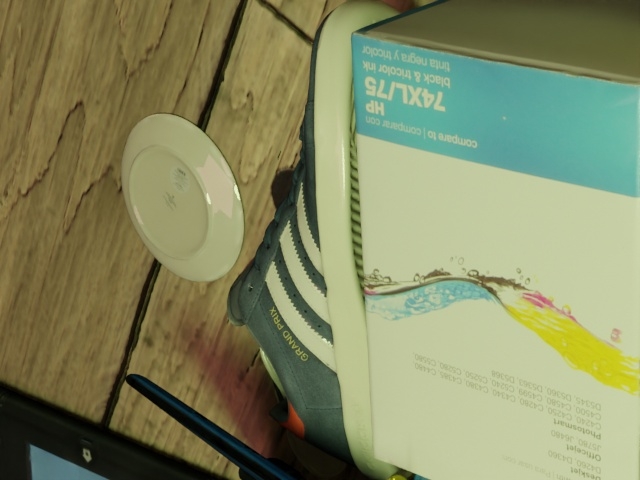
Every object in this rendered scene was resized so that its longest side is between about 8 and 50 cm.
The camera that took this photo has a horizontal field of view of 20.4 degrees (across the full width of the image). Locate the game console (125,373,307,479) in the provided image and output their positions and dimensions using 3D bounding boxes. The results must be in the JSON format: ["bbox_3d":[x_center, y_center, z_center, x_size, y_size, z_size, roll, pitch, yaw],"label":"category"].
[{"bbox_3d":[-0.028,0.256,1.293,0.293,0.173,0.250,26,108,52],"label":"game console"}]

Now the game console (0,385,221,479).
[{"bbox_3d":[-0.196,0.331,1.632,0.386,0.060,0.342,16,120,39],"label":"game console"}]

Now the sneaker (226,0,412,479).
[{"bbox_3d":[0.000,0.000,1.227,0.148,0.131,0.350,15,119,35],"label":"sneaker"}]

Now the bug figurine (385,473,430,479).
[{"bbox_3d":[0.130,0.176,1.104,0.216,0.279,0.072,4,94,13],"label":"bug figurine"}]

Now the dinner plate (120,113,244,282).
[{"bbox_3d":[-0.115,-0.031,1.414,0.141,0.017,0.141,19,120,37],"label":"dinner plate"}]

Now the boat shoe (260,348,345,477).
[{"bbox_3d":[-0.013,0.121,1.366,0.046,0.038,0.125,-25,97,6],"label":"boat shoe"}]

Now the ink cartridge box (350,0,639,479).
[{"bbox_3d":[0.157,0.000,1.021,0.197,0.198,0.270,16,118,39],"label":"ink cartridge box"}]
